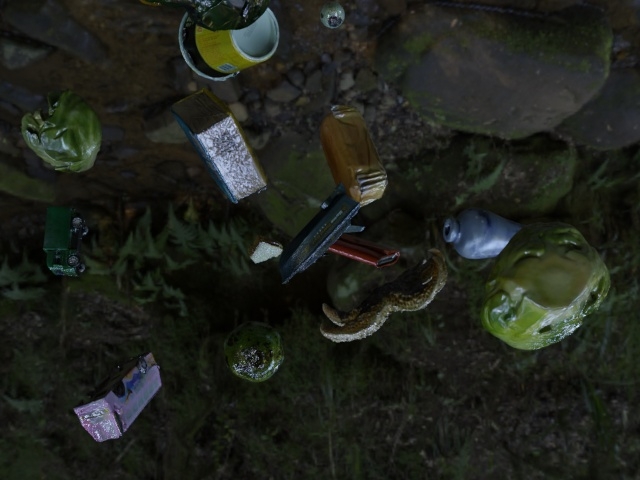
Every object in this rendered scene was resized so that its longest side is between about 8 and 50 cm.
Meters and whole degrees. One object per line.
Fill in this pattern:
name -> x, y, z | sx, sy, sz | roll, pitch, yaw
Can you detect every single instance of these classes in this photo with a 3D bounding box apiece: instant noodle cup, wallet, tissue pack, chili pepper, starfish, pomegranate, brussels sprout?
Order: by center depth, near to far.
brussels sprout -> 0.331, 0.072, 0.886 | 0.223, 0.161, 0.223 | -28, 148, -19
starfish -> 0.099, 0.095, 0.929 | 0.238, 0.071, 0.216 | -28, 179, -34
chili pepper -> -0.211, -0.433, 1.021 | 0.264, 0.116, 0.148 | 12, 148, -36
brussels sprout -> -0.474, -0.202, 1.105 | 0.100, 0.139, 0.181 | 22, 152, 31
pomegranate -> -0.130, 0.219, 1.138 | 0.122, 0.122, 0.161 | -2, 177, -3
wallet -> 0.089, 0.018, 1.517 | 0.204, 0.045, 0.142 | 19, -167, 27
instant noodle cup -> -0.232, -0.536, 1.542 | 0.215, 0.216, 0.236 | 10, -176, -39
tissue pack -> -0.270, -0.260, 1.601 | 0.134, 0.192, 0.271 | -34, 138, -8

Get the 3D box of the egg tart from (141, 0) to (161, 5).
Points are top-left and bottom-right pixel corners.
egg tart -> -0.434, -0.730, 1.510 | 0.202, 0.147, 0.202 | -39, 167, -11

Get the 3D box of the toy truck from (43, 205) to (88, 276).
toy truck -> -0.551, 0.004, 1.265 | 0.079, 0.147, 0.065 | -1, 162, -11

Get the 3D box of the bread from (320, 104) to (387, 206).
bread -> 0.077, -0.209, 1.456 | 0.107, 0.241, 0.136 | -16, 162, -13

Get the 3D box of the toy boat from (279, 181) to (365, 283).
toy boat -> 0.000, 0.000, 1.245 | 0.103, 0.246, 0.093 | 42, 179, -5

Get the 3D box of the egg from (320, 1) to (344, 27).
egg -> 0.041, -0.769, 1.986 | 0.085, 0.085, 0.110 | -2, -171, -4

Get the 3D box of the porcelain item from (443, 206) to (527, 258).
porcelain item -> 0.460, -0.012, 1.571 | 0.259, 0.141, 0.141 | 9, 163, -10

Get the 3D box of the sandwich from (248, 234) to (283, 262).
sandwich -> -0.176, 0.033, 1.863 | 0.104, 0.036, 0.093 | 14, 124, -36

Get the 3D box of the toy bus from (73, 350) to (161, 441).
toy bus -> -0.460, 0.356, 1.361 | 0.090, 0.112, 0.274 | -19, -171, 9
